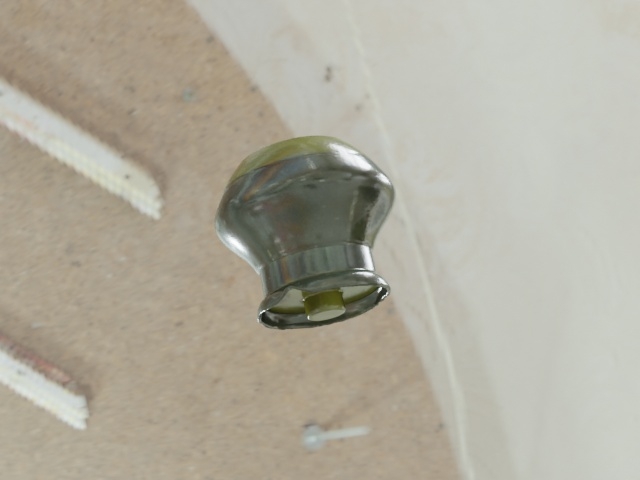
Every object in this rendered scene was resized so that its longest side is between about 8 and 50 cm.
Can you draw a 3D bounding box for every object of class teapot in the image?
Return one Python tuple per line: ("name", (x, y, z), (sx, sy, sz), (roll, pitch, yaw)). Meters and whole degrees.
("teapot", (0.000, 0.000, 1.098), (0.166, 0.130, 0.119), (27, -132, -63))
